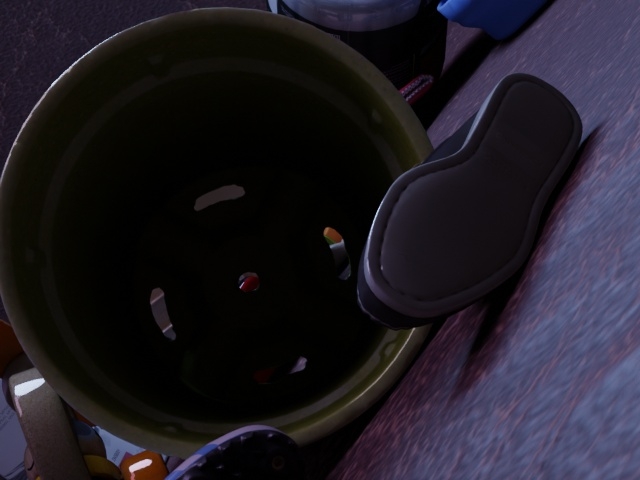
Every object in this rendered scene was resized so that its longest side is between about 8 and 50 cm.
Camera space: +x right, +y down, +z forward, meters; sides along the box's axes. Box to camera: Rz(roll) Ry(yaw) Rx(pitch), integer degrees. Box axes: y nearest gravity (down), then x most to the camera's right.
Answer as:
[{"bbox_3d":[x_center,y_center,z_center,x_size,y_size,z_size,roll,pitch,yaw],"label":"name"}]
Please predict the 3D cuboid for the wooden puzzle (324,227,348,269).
[{"bbox_3d":[0.000,0.000,1.866,0.221,0.044,0.238,-49,6,41],"label":"wooden puzzle"}]

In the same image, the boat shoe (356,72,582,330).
[{"bbox_3d":[0.079,-0.012,1.020,0.228,0.081,0.068,-47,-3,-47],"label":"boat shoe"}]

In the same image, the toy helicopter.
[{"bbox_3d":[-0.197,0.188,1.451,0.140,0.235,0.355,-24,-18,-7],"label":"toy helicopter"}]

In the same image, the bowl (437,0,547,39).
[{"bbox_3d":[0.266,-0.363,1.814,0.391,0.077,0.391,-52,4,6],"label":"bowl"}]

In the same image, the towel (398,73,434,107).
[{"bbox_3d":[0.022,-0.078,2.018,0.199,0.031,0.275,-41,-4,-21],"label":"towel"}]

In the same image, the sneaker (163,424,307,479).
[{"bbox_3d":[-0.097,0.197,1.060,0.237,0.085,0.086,-52,20,8],"label":"sneaker"}]

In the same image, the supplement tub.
[{"bbox_3d":[0.042,-0.261,2.045,0.207,0.207,0.338,-54,-15,-21],"label":"supplement tub"}]

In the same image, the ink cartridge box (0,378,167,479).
[{"bbox_3d":[-0.276,0.208,1.908,0.092,0.218,0.158,-51,5,10],"label":"ink cartridge box"}]

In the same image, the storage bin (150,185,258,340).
[{"bbox_3d":[-0.139,0.036,1.730,0.260,0.123,0.262,-38,4,-2],"label":"storage bin"}]

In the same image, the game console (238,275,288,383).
[{"bbox_3d":[-0.086,0.121,1.583,0.085,0.124,0.144,-5,41,46],"label":"game console"}]

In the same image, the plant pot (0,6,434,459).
[{"bbox_3d":[-0.054,0.012,1.207,0.276,0.276,0.254,-53,-7,-5],"label":"plant pot"}]
